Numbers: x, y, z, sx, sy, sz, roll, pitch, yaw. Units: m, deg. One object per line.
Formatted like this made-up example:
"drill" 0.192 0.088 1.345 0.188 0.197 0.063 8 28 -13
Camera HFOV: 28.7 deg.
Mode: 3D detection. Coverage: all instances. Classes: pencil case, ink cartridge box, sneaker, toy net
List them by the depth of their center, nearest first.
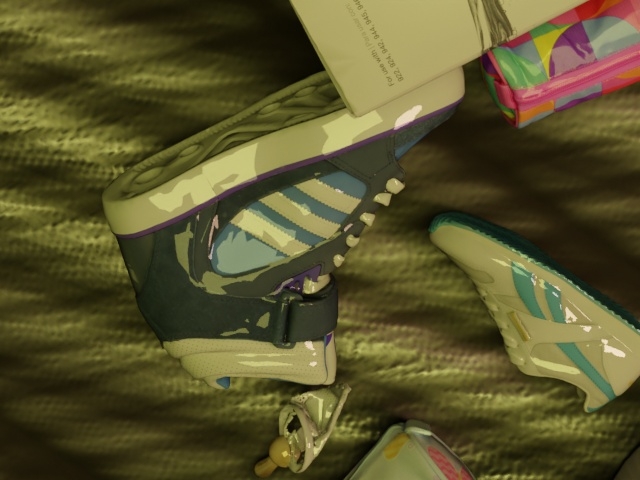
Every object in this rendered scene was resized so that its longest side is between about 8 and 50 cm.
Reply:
"ink cartridge box" 0.121 -0.224 0.932 0.273 0.198 0.114 -26 109 14
"pencil case" 0.244 -0.173 1.015 0.236 0.104 0.104 -21 102 8
"sneaker" 0.000 0.000 1.058 0.323 0.130 0.236 -24 113 -1
"sneaker" 0.181 0.060 1.080 0.229 0.087 0.092 36 103 -6
"toy net" -0.056 0.215 1.098 0.045 0.122 0.232 33 101 -15
"pencil case" 0.023 0.283 1.119 0.273 0.113 0.124 -42 78 9

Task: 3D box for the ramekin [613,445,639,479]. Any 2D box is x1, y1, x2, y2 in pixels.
"ramekin" 0.379 0.282 1.105 0.277 0.135 0.277 0 103 1
